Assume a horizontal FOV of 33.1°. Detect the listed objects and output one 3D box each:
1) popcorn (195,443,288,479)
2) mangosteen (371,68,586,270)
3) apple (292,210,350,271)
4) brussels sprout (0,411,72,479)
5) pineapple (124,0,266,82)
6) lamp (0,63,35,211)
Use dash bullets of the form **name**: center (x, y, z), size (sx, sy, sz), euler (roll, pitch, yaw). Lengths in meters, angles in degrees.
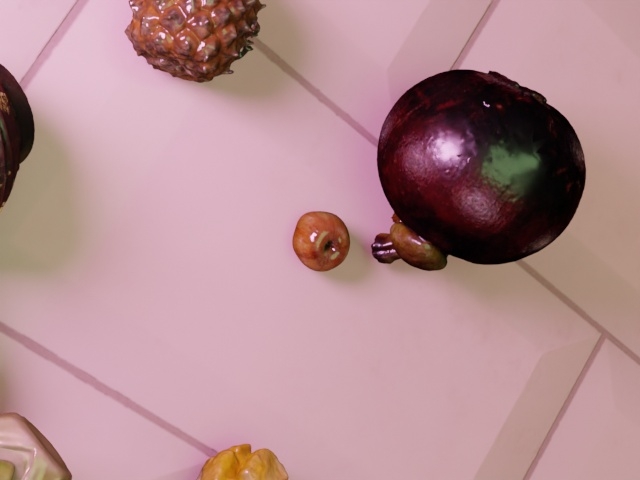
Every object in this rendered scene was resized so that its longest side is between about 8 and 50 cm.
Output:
- **popcorn**: center (-0.108, 0.351, 1.435), size (0.152, 0.148, 0.167), euler (17, 101, -3)
- **mangosteen**: center (0.213, -0.087, 1.487), size (0.297, 0.297, 0.293), euler (34, 77, -26)
- **apple**: center (0.000, 0.000, 1.502), size (0.084, 0.071, 0.084), euler (-5, 104, -23)
- **brussels sprout**: center (-0.412, 0.294, 1.203), size (0.271, 0.210, 0.219), euler (-35, 144, 5)
- **pineapple**: center (-0.149, -0.299, 1.351), size (0.166, 0.166, 0.193), euler (26, 81, -27)
- **lamp**: center (-0.440, -0.111, 1.173), size (0.247, 0.247, 0.247), euler (-3, 96, -27)
